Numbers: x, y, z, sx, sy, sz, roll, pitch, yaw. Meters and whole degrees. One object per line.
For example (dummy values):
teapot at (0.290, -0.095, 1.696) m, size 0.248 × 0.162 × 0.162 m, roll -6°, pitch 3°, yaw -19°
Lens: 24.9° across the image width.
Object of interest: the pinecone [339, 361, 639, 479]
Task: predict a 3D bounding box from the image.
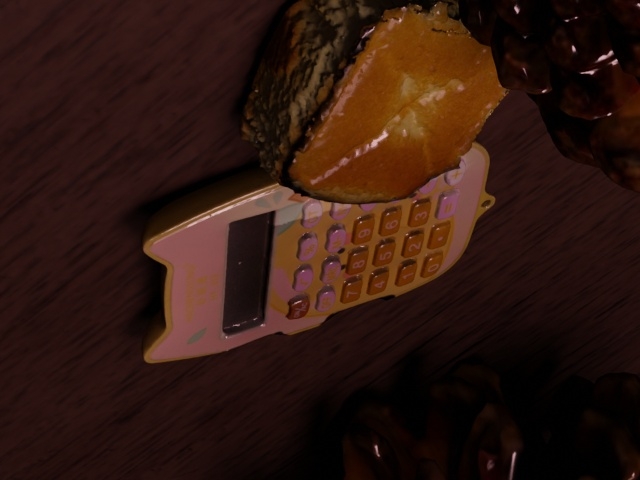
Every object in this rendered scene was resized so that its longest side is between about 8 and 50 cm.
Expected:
pinecone at (0.132, 0.266, 1.025) m, size 0.398 × 0.398 × 0.398 m, roll -16°, pitch 144°, yaw -12°

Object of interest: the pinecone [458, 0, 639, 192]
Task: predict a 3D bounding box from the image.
pinecone at (0.196, -0.128, 0.667) m, size 0.246 × 0.246 × 0.292 m, roll -36°, pitch 161°, yaw 15°

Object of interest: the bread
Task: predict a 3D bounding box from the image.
bread at (0.035, -0.082, 0.766) m, size 0.128 × 0.069 × 0.140 m, roll 3°, pitch 133°, yaw -35°

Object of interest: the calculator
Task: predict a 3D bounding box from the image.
calculator at (0.000, 0.000, 0.885) m, size 0.236 × 0.033 × 0.157 m, roll -14°, pitch 142°, yaw -19°
